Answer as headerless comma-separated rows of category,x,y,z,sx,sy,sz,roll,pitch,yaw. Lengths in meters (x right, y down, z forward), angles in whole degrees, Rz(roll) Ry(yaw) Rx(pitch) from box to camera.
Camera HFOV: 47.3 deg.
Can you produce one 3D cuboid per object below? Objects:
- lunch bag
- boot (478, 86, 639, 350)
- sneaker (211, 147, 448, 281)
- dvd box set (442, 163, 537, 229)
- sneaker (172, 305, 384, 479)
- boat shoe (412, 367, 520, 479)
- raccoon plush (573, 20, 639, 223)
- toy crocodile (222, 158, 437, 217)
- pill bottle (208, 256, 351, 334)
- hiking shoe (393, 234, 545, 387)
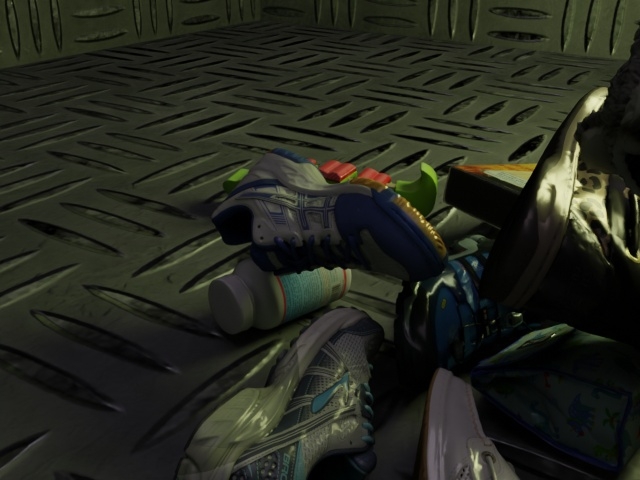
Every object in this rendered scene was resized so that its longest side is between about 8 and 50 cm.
lunch bag,0.238,0.131,0.696,0.151,0.096,0.128,14,20,40
boot,0.332,0.000,0.700,0.284,0.138,0.377,30,36,12
sneaker,0.000,0.000,0.773,0.131,0.112,0.296,-44,38,-19
dvd box set,0.433,-0.045,1.043,0.420,0.062,0.307,-5,24,-33
sneaker,-0.001,0.163,0.640,0.122,0.110,0.283,30,36,17
boat shoe,0.115,0.206,0.532,0.096,0.098,0.277,4,34,6
raccoon plush,0.405,-0.038,0.580,0.446,0.216,0.299,11,29,-45
toy crocodile,0.012,-0.079,1.129,0.340,0.105,0.115,10,26,20
pill bottle,-0.048,0.052,0.862,0.160,0.087,0.087,-20,32,-37
hiking shoe,0.178,0.063,0.795,0.132,0.113,0.304,2,23,30
